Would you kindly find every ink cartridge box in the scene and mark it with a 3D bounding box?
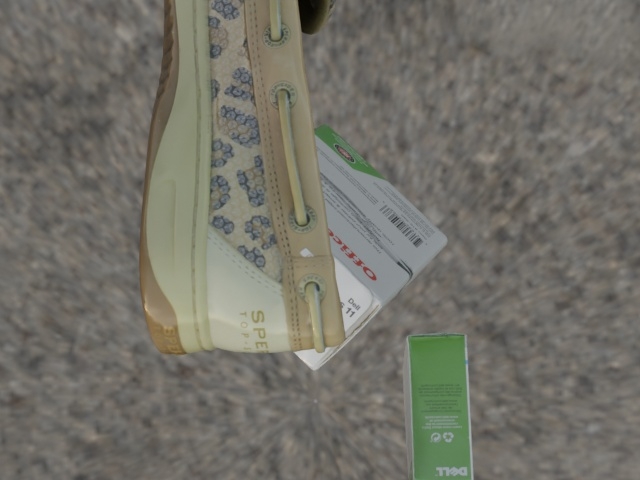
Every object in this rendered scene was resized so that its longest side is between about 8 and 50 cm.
[{"bbox_3d":[0.000,0.000,1.348,0.153,0.208,0.087,44,112,5],"label":"ink cartridge box"},{"bbox_3d":[0.119,0.209,1.678,0.062,0.109,0.209,-1,67,0],"label":"ink cartridge box"}]

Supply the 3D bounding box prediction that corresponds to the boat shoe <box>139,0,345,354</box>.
[{"bbox_3d":[-0.023,-0.085,0.759,0.089,0.104,0.285,3,75,6],"label":"boat shoe"}]
